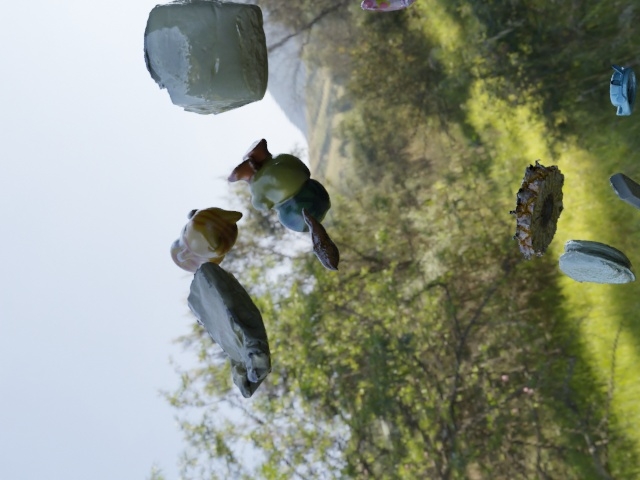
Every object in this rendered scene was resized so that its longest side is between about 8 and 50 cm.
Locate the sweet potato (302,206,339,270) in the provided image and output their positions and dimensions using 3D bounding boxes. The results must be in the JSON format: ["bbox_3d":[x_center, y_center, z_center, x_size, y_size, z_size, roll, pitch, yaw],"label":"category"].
[{"bbox_3d":[0.002,0.004,2.120,0.226,0.068,0.068,62,-174,23],"label":"sweet potato"}]

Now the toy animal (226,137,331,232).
[{"bbox_3d":[-0.109,-0.170,2.380,0.338,0.191,0.216,42,-126,-17],"label":"toy animal"}]

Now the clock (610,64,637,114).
[{"bbox_3d":[0.787,-0.400,1.942,0.147,0.045,0.108,33,-112,-52],"label":"clock"}]

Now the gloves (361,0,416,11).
[{"bbox_3d":[0.181,-0.542,1.499,0.145,0.241,0.126,50,-169,14],"label":"gloves"}]

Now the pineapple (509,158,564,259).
[{"bbox_3d":[0.442,-0.061,1.504,0.221,0.047,0.221,-16,-69,-51],"label":"pineapple"}]

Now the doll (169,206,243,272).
[{"bbox_3d":[-0.331,-0.001,2.129,0.166,0.162,0.269,-67,7,-27],"label":"doll"}]

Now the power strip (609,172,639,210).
[{"bbox_3d":[0.686,-0.093,1.611,0.253,0.027,0.060,13,-130,-49],"label":"power strip"}]

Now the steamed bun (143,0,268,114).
[{"bbox_3d":[-0.279,-0.439,1.789,0.272,0.274,0.290,-32,-65,-51],"label":"steamed bun"}]

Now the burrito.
[{"bbox_3d":[-0.212,0.224,1.913,0.331,0.135,0.190,54,137,26],"label":"burrito"}]

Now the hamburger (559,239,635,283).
[{"bbox_3d":[0.435,0.030,1.189,0.084,0.121,0.054,38,-106,-35],"label":"hamburger"}]
